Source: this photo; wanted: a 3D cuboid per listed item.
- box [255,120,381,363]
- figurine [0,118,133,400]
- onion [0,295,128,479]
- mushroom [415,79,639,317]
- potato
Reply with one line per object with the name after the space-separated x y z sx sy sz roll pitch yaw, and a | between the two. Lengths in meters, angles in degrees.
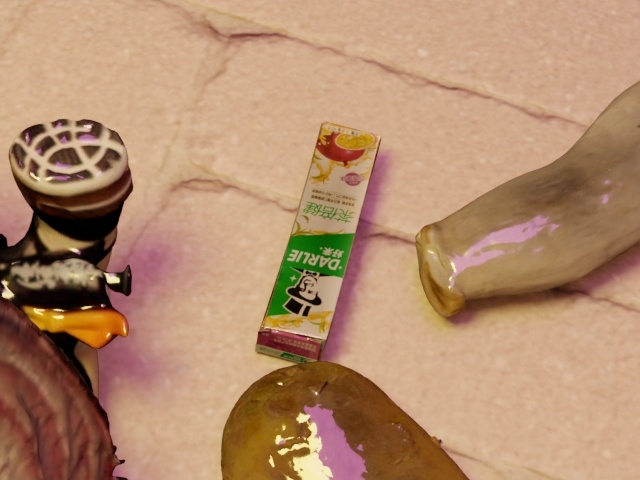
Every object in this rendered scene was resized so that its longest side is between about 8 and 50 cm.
0.000 0.000 1.205 0.050 0.041 0.207 14 53 2 | box
-0.292 0.039 1.038 0.323 0.196 0.320 7 93 -16 | figurine
-0.248 0.200 0.909 0.146 0.280 0.314 10 56 28 | onion
0.219 -0.044 1.239 0.351 0.097 0.109 -32 64 -25 | mushroom
0.026 0.157 1.072 0.200 0.081 0.164 42 58 18 | potato
